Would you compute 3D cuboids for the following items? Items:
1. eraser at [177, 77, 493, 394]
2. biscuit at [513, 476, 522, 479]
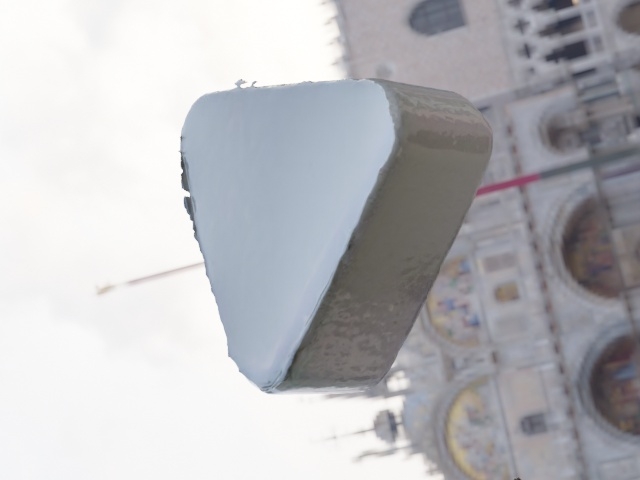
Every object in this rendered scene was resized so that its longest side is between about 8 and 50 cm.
[{"bbox_3d":[0.000,0.000,1.306,0.150,0.331,0.331,7,-114,-42],"label":"eraser"},{"bbox_3d":[0.299,0.386,1.704,0.144,0.016,0.203,40,-165,-4],"label":"biscuit"}]
